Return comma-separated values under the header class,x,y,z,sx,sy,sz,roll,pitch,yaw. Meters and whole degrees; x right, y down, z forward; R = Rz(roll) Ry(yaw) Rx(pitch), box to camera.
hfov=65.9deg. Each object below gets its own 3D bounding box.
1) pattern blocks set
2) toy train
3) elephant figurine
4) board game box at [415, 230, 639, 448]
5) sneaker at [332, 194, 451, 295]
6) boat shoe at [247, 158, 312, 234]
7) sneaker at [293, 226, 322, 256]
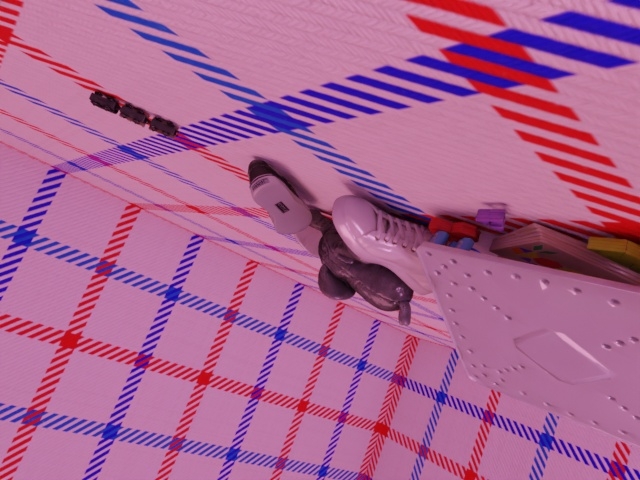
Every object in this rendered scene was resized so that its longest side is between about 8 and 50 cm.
class,x,y,z,sx,sy,sz,roll,pitch,yaw
pattern blocks set,0.353,0.027,0.729,0.325,0.026,0.285,25,169,-16
toy train,-0.318,-0.213,0.852,0.159,0.027,0.036,23,173,-5
elephant figurine,0.064,0.045,0.993,0.240,0.169,0.186,20,175,-14
board game box,0.370,0.160,0.749,0.390,0.050,0.389,14,144,43
sneaker,0.149,-0.006,0.851,0.290,0.105,0.123,32,141,-34
boat shoe,-0.075,-0.080,0.935,0.078,0.070,0.219,-24,153,4
sneaker,0.000,0.000,1.179,0.212,0.080,0.094,29,179,-40
